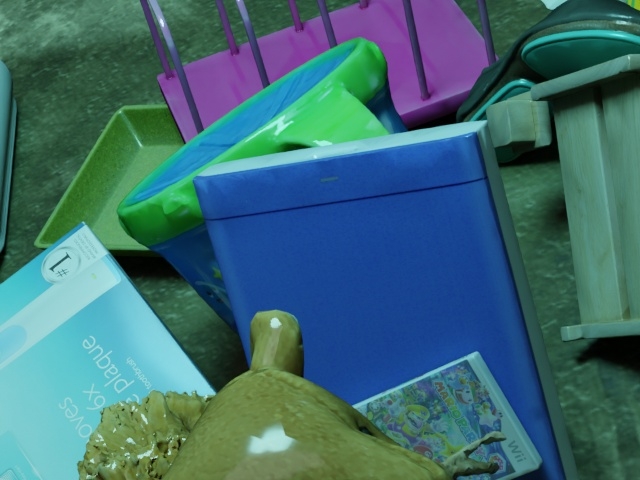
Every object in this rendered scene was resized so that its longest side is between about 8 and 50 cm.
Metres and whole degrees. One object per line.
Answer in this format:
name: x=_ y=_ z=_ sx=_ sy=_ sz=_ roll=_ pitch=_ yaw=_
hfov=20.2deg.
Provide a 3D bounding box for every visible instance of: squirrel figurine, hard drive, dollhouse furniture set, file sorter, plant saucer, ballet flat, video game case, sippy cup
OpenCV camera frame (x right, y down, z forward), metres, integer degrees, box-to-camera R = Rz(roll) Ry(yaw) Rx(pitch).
squirrel figurine: x=-0.020 y=0.223 z=1.070 sx=0.397 sy=0.370 sz=0.281 roll=8 pitch=54 yaw=40
hard drive: x=0.051 y=0.089 z=1.219 sx=0.210 sy=0.318 sz=0.040 roll=-8 pitch=17 yaw=28
dollhouse furniture set: x=0.292 y=0.017 z=1.294 sx=0.174 sy=0.303 sz=0.355 roll=-6 pitch=-1 yaw=-23
file sorter: x=-0.010 y=-0.207 z=1.620 sx=0.291 sy=0.182 sz=0.202 roll=-21 pitch=38 yaw=-6
plant saucer: x=-0.152 y=-0.049 z=1.708 sx=0.188 sy=0.045 sz=0.188 roll=1 pitch=50 yaw=35
ballet flat: x=0.193 y=-0.151 z=1.450 sx=0.280 sy=0.095 sz=0.096 roll=-30 pitch=35 yaw=61
video game case: x=0.076 y=0.132 z=1.193 sx=0.122 sy=0.087 sz=0.011 roll=-27 pitch=7 yaw=31
sippy cup: x=0.000 y=0.000 z=1.381 sx=0.240 sy=0.224 sz=0.305 roll=-32 pitch=11 yaw=12

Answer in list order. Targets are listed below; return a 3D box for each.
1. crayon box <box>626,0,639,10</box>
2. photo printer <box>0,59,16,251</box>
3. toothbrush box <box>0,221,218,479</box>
crayon box: x=0.349 y=-0.218 z=1.420 sx=0.203 sy=0.083 sz=0.323 roll=-44 pitch=24 yaw=12
photo printer: x=-0.439 y=-0.043 z=1.848 sx=0.256 sy=0.107 sz=0.307 roll=-22 pitch=40 yaw=14
toothbrush box: x=-0.230 y=0.167 z=1.420 sx=0.295 sy=0.126 sz=0.216 roll=-37 pitch=61 yaw=-4
